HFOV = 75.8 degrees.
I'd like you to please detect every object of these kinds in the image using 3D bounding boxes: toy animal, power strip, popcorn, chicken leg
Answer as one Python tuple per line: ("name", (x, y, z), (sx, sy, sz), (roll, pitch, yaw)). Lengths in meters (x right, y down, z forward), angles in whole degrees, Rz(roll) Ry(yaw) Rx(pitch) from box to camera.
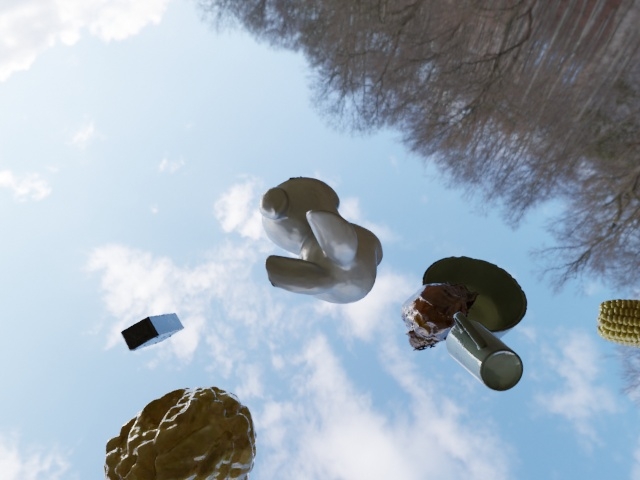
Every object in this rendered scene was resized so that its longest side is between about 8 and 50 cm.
("toy animal", (-0.007, -0.004, 0.581), (0.127, 0.179, 0.193), (-42, -135, 13))
("power strip", (-0.203, 0.109, 0.505), (0.038, 0.111, 0.029), (-29, -96, -6))
("popcorn", (-0.159, 0.264, 0.490), (0.180, 0.170, 0.179), (20, -132, -23))
("chicken leg", (0.223, 0.121, 0.752), (0.113, 0.304, 0.093), (-34, -105, 21))

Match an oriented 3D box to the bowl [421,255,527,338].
("bowl", (0.316, 0.143, 0.887), (0.212, 0.112, 0.211), (1, -140, -1))

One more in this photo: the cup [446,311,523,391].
("cup", (0.184, 0.120, 0.465), (0.055, 0.074, 0.083), (-4, -173, -5))

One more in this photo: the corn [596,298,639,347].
("corn", (0.652, 0.161, 0.755), (0.244, 0.093, 0.093), (3, -133, 38))
